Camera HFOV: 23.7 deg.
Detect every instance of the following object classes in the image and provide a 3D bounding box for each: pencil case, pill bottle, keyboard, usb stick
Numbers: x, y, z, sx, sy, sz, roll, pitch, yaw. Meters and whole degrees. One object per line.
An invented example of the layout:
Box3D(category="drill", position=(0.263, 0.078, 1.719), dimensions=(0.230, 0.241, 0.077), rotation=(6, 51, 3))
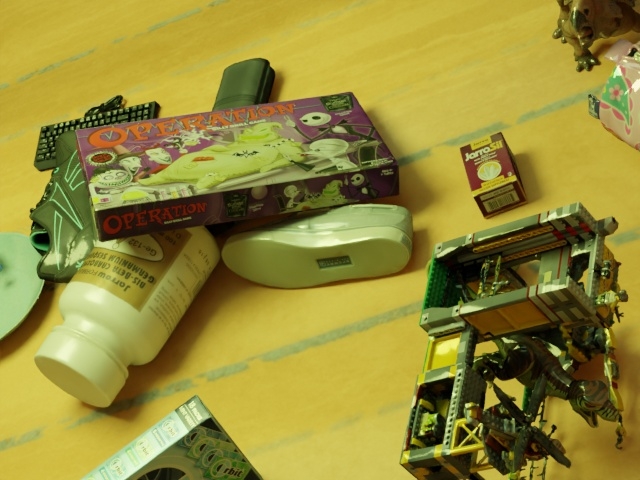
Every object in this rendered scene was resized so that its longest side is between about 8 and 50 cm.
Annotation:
Box3D(category="pencil case", position=(0.417, -0.120, 1.594), dimensions=(0.124, 0.124, 0.284), rotation=(-42, 46, -11))
Box3D(category="pill bottle", position=(-0.226, 0.071, 1.764), dimensions=(0.131, 0.131, 0.229), rotation=(13, 59, 36))
Box3D(category="keyboard", position=(-0.305, -0.155, 2.086), dimensions=(0.180, 0.023, 0.108), rotation=(-10, 48, 20))
Box3D(category="usb stick", position=(-0.117, -0.122, 1.937), dimensions=(0.077, 0.045, 0.278), rotation=(-5, 50, 23))

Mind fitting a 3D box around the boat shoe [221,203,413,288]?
Box3D(category="boat shoe", position=(0.000, -0.001, 1.753), dimensions=(0.227, 0.079, 0.081), rotation=(-4, 41, 19))

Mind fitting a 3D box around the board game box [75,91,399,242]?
Box3D(category="board game box", position=(-0.102, -0.091, 1.780), dimensions=(0.346, 0.056, 0.208), rotation=(-10, 27, -11))

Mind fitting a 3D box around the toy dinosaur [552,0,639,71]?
Box3D(category="toy dinosaur", position=(0.313, -0.308, 1.758), dimensions=(0.127, 0.200, 0.296), rotation=(-26, 44, 6))

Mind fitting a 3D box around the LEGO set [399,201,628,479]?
Box3D(category="LEGO set", position=(0.218, 0.128, 1.388), dimensions=(0.192, 0.255, 0.331), rotation=(-18, 36, 37))

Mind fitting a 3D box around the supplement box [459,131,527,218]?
Box3D(category="supplement box", position=(0.195, -0.074, 1.727), dimensions=(0.055, 0.043, 0.083), rotation=(-22, 44, 11))

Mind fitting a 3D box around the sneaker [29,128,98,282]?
Box3D(category="sneaker", position=(-0.319, -0.046, 1.922), dimensions=(0.106, 0.101, 0.267), rotation=(-10, 43, -10))

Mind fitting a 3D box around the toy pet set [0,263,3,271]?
Box3D(category="toy pet set", position=(-0.484, 0.016, 1.945), dimensions=(0.122, 0.065, 0.114), rotation=(-32, 44, -1))

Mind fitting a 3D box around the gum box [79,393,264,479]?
Box3D(category="gum box", position=(-0.159, 0.262, 1.540), dimensions=(0.184, 0.157, 0.041), rotation=(-36, 45, -6))

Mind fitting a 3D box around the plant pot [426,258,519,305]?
Box3D(category="plant pot", position=(0.169, 0.032, 1.632), dimensions=(0.079, 0.083, 0.083), rotation=(-38, 43, -25))

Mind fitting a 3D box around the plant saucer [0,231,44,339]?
Box3D(category="plant saucer", position=(-0.424, 0.076, 1.934), dimensions=(0.195, 0.037, 0.195), rotation=(-15, 46, 16))
